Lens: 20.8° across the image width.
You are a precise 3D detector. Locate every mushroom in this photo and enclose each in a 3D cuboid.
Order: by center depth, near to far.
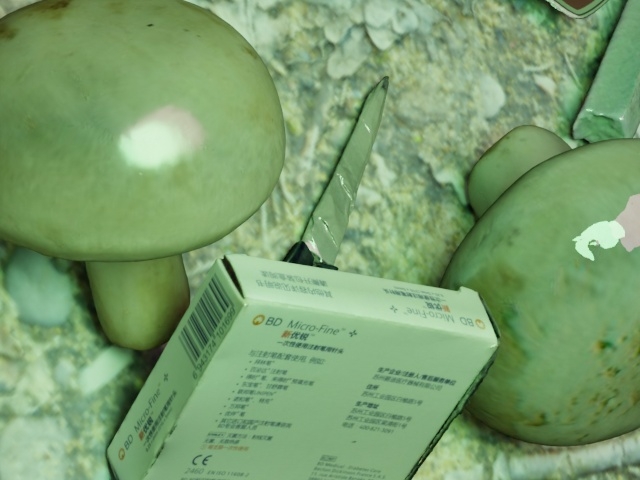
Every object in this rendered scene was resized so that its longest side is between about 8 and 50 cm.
[{"bbox_3d":[-0.121,-0.038,1.042,0.207,0.207,0.215,-36,134,-40],"label":"mushroom"},{"bbox_3d":[0.176,0.017,1.242,0.243,0.243,0.243,13,68,-35],"label":"mushroom"}]

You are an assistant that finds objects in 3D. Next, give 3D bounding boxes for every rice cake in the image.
[{"bbox_3d":[0.277,-0.176,1.472,0.290,0.051,0.081,-62,148,-33],"label":"rice cake"}]

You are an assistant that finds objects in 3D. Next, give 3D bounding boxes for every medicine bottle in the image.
[{"bbox_3d":[-0.007,0.098,1.078,0.201,0.171,0.052,10,33,-35],"label":"medicine bottle"}]

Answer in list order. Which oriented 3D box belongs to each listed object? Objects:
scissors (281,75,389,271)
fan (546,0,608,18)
[{"bbox_3d":[0.000,0.000,1.208,0.109,0.022,0.300,38,54,-27],"label":"scissors"},{"bbox_3d":[0.224,-0.231,1.426,0.220,0.009,0.132,20,63,-11],"label":"fan"}]
